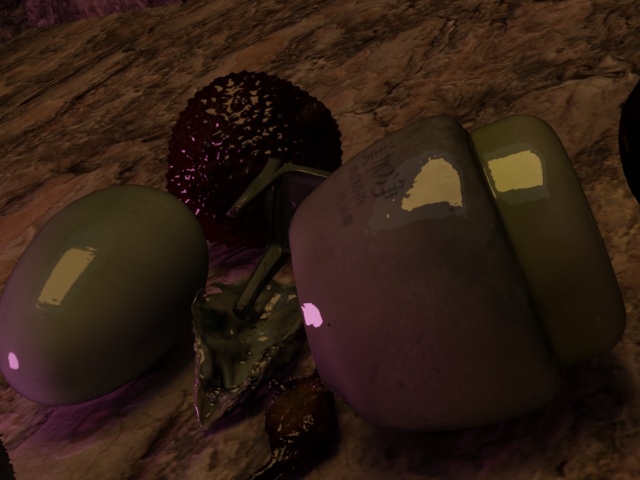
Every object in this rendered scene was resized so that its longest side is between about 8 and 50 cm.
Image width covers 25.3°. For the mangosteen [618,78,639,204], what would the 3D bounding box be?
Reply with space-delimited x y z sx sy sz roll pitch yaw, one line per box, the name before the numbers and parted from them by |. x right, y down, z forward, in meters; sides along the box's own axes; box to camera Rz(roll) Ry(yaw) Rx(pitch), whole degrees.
mangosteen | 0.500 -0.086 1.624 0.306 0.359 0.306 -8 -12 -2

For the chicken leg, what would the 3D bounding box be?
chicken leg | -0.038 0.214 1.544 0.106 0.051 0.253 -14 22 25

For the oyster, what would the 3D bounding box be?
oyster | -0.084 0.119 1.756 0.199 0.087 0.252 -1 36 -24

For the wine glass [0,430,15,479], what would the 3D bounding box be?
wine glass | -0.473 0.312 1.517 0.321 0.143 0.143 -22 22 -12

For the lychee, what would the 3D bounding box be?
lychee | -0.095 -0.116 2.107 0.304 0.276 0.276 -33 10 35

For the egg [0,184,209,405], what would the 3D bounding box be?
egg | -0.282 0.069 1.833 0.230 0.230 0.371 -3 31 31

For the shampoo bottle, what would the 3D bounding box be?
shampoo bottle | 0.134 0.037 1.476 0.317 0.322 0.322 -23 21 9

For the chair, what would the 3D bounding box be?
chair | 0.000 0.000 1.801 0.203 0.190 0.275 16 30 9
